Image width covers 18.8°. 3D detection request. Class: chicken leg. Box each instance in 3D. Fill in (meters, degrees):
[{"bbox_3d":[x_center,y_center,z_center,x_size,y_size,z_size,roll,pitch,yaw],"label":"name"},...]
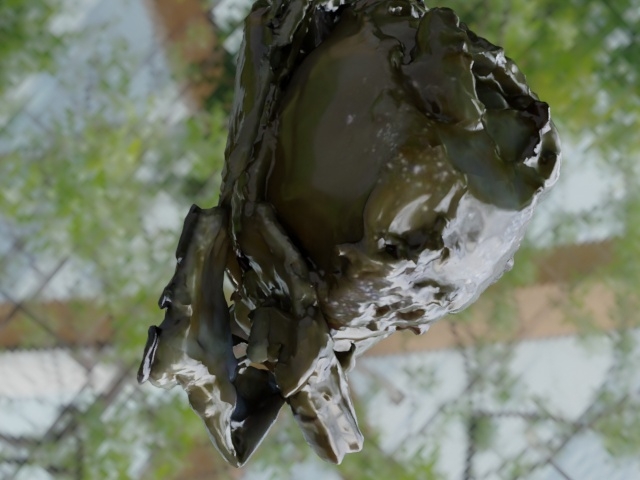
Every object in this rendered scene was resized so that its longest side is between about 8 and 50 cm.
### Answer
[{"bbox_3d":[0.003,-0.007,0.503,0.196,0.080,0.125,-127,-120,-86],"label":"chicken leg"}]
